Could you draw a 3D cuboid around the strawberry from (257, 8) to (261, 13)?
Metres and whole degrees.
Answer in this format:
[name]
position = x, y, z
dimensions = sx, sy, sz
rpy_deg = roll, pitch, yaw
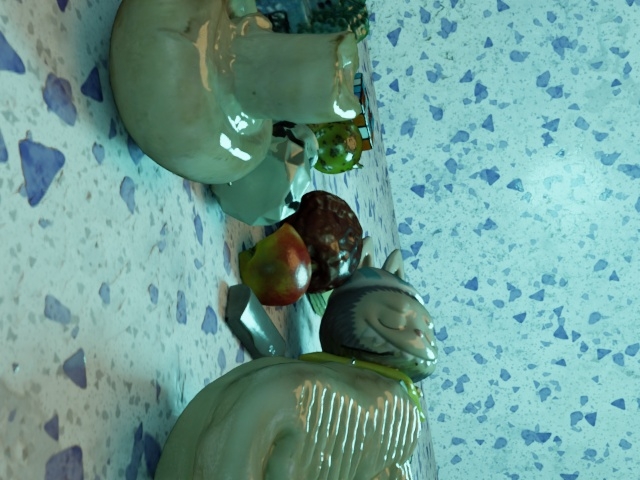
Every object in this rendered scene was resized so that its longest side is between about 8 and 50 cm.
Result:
[strawberry]
position = -0.143, -0.332, 1.138
dimensions = 0.131, 0.131, 0.148
rpy_deg = -58, 140, -71

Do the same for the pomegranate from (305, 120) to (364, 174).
[pomegranate]
position = 0.025, -0.258, 1.778
dimensions = 0.156, 0.156, 0.220
rpy_deg = -80, 158, -53

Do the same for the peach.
[peach]
position = -0.074, 0.051, 1.263
dimensions = 0.118, 0.151, 0.151
rpy_deg = 39, 8, 10

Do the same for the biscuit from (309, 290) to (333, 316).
[biscuit]
position = 0.020, 0.137, 1.740
dimensions = 0.250, 0.046, 0.147
rpy_deg = 69, 20, -49

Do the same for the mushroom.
[mushroom]
position = -0.096, -0.215, 0.898
dimensions = 0.292, 0.290, 0.292
rpy_deg = -3, 90, -76

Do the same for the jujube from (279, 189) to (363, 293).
[jujube]
position = 0.000, 0.000, 1.443
dimensions = 0.243, 0.183, 0.183
rpy_deg = -82, 160, -68

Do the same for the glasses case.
[glasses case]
position = -0.106, 0.148, 1.207
dimensions = 0.190, 0.042, 0.072
rpy_deg = 65, 29, -52

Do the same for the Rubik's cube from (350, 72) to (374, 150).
[Rubik's cube]
position = 0.051, -0.327, 1.915
dimensions = 0.151, 0.154, 0.155
rpy_deg = -84, 162, -49

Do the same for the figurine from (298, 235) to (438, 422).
[figurine]
position = 0.138, 0.194, 1.552
dimensions = 0.361, 0.266, 0.377
rpy_deg = 95, 18, -57

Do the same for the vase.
[vase]
position = -0.079, -0.135, 1.258
dimensions = 0.360, 0.165, 0.165
rpy_deg = -64, 144, -74

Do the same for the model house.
[model house]
position = -0.066, -0.452, 1.231
dimensions = 0.241, 0.261, 0.226
rpy_deg = 70, 17, -46

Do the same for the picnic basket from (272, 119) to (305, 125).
[picnic basket]
position = -0.072, -0.242, 1.554
dimensions = 0.083, 0.083, 0.065
rpy_deg = -40, -136, 50

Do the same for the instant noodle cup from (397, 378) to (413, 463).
[instant noodle cup]
position = 0.037, 0.329, 1.278
dimensions = 0.207, 0.233, 0.207
rpy_deg = -7, 90, -77

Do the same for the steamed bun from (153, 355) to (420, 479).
[steamed bun]
position = -0.046, 0.300, 0.899
dimensions = 0.368, 0.255, 0.342
rpy_deg = 17, 82, -45
